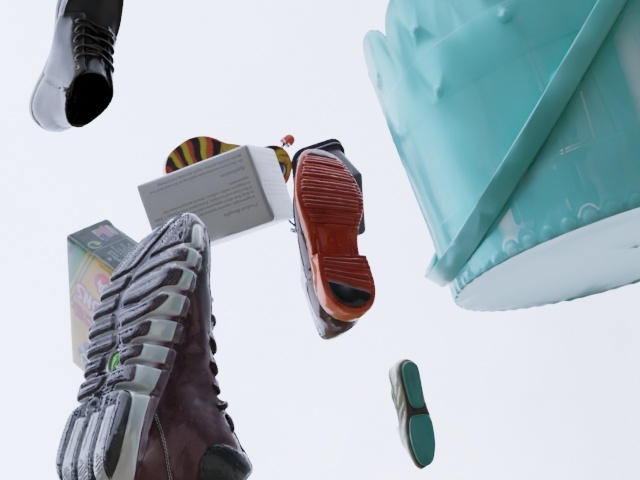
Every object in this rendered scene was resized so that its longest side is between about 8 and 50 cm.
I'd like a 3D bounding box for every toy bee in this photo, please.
[{"bbox_3d":[-0.122,-0.128,1.739,0.298,0.195,0.162,27,-98,-33],"label":"toy bee"}]

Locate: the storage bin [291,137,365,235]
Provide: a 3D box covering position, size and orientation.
[{"bbox_3d":[0.025,-0.066,1.421,0.098,0.091,0.135,-20,-51,-20],"label":"storage bin"}]

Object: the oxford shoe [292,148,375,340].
[{"bbox_3d":[0.000,0.000,1.262,0.096,0.098,0.271,9,-128,-20],"label":"oxford shoe"}]

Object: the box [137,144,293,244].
[{"bbox_3d":[-0.152,-0.058,1.479,0.182,0.180,0.119,-16,-93,-80],"label":"box"}]

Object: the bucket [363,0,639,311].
[{"bbox_3d":[0.175,-0.075,0.640,0.281,0.281,0.183,6,-117,-48],"label":"bucket"}]

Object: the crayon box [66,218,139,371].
[{"bbox_3d":[-0.313,0.152,1.565,0.081,0.202,0.319,-28,-43,-40],"label":"crayon box"}]

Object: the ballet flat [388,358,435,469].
[{"bbox_3d":[0.136,0.264,1.475,0.057,0.052,0.168,7,-114,-33],"label":"ballet flat"}]

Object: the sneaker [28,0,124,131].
[{"bbox_3d":[-0.264,-0.230,1.142,0.083,0.118,0.222,18,-94,-35],"label":"sneaker"}]

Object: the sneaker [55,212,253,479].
[{"bbox_3d":[-0.119,0.122,0.850,0.162,0.106,0.281,43,-137,-33],"label":"sneaker"}]
